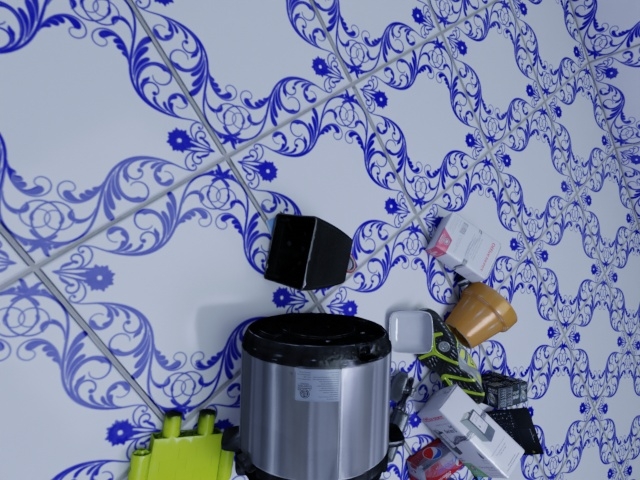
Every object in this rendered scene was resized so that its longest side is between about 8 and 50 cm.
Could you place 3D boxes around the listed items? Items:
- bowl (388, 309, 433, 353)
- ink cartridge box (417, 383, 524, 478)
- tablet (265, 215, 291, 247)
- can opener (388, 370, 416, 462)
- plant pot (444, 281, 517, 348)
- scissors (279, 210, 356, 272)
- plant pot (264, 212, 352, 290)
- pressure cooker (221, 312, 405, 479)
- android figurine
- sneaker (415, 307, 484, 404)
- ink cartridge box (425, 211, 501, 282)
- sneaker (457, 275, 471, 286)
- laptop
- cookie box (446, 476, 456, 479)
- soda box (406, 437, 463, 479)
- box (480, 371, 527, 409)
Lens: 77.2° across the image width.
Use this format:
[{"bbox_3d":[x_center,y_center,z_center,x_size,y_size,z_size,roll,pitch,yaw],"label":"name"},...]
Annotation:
[{"bbox_3d":[0.299,0.300,1.337,0.142,0.053,0.141,0,91,7],"label":"bowl"},{"bbox_3d":[0.482,0.629,1.322,0.115,0.198,0.273,-39,74,-26],"label":"ink cartridge box"},{"bbox_3d":[-0.118,-0.027,1.136,0.054,0.006,0.083,-24,103,-26],"label":"tablet"},{"bbox_3d":[0.250,0.579,1.331,0.093,0.074,0.280,19,75,5],"label":"can opener"},{"bbox_3d":[0.564,0.284,1.457,0.188,0.205,0.205,-40,110,-10],"label":"plant pot"},{"bbox_3d":[0.000,0.000,1.204,0.109,0.021,0.297,-42,107,-16],"label":"scissors"},{"bbox_3d":[-0.021,0.036,1.093,0.167,0.188,0.187,12,88,-38],"label":"plant pot"},{"bbox_3d":[-0.019,0.408,0.971,0.376,0.370,0.419,-1,92,-52],"label":"pressure cooker"},{"bbox_3d":[-0.333,0.554,0.970,0.249,0.056,0.272,13,81,-31],"label":"android figurine"},{"bbox_3d":[0.443,0.400,1.425,0.384,0.145,0.147,60,25,-7],"label":"sneaker"},{"bbox_3d":[0.512,0.026,1.437,0.218,0.092,0.158,33,71,-2],"label":"ink cartridge box"},{"bbox_3d":[0.573,0.077,1.538,0.097,0.084,0.234,43,65,2],"label":"sneaker"},{"bbox_3d":[0.705,0.797,1.557,0.234,0.265,0.136,66,24,-14],"label":"laptop"},{"bbox_3d":[0.456,0.869,1.420,0.092,0.107,0.040,25,76,-29],"label":"cookie box"},{"bbox_3d":[0.431,0.765,1.415,0.264,0.092,0.083,-14,96,-31],"label":"soda box"},{"bbox_3d":[0.673,0.570,1.535,0.180,0.147,0.077,3,87,-32],"label":"box"}]
